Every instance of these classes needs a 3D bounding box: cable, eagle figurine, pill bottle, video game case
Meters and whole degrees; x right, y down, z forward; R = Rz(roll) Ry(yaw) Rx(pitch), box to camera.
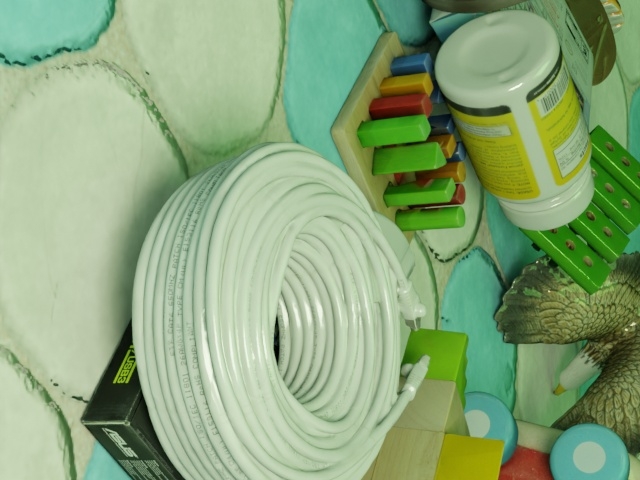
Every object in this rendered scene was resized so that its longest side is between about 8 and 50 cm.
[{"bbox_3d":[-0.028,0.059,0.934,0.257,0.089,0.257,-55,130,-47],"label":"cable"},{"bbox_3d":[0.351,0.122,1.599,0.298,0.226,0.225,-9,115,-66],"label":"eagle figurine"},{"bbox_3d":[0.196,-0.111,1.303,0.208,0.119,0.119,61,38,-44],"label":"pill bottle"},{"bbox_3d":[0.216,-0.217,1.458,0.269,0.061,0.244,53,33,-33],"label":"video game case"}]

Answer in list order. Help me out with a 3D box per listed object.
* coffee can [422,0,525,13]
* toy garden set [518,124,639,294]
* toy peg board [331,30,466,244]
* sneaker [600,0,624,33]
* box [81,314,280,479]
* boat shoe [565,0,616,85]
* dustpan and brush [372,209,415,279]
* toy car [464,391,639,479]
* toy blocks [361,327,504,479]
[{"bbox_3d":[0.135,-0.382,1.245,0.275,0.202,0.201,61,38,-37],"label":"coffee can"},{"bbox_3d":[0.272,-0.064,1.545,0.204,0.049,0.244,43,43,1],"label":"toy garden set"},{"bbox_3d":[0.096,-0.092,1.270,0.161,0.079,0.160,65,36,-34],"label":"toy peg board"},{"bbox_3d":[0.332,-0.350,1.736,0.215,0.084,0.083,50,32,-52],"label":"sneaker"},{"bbox_3d":[-0.077,0.112,0.972,0.190,0.045,0.184,59,36,-38],"label":"box"},{"bbox_3d":[0.272,-0.316,1.622,0.104,0.089,0.285,-35,118,-28],"label":"boat shoe"},{"bbox_3d":[0.000,0.000,1.123,0.147,0.060,0.211,-59,144,-28],"label":"dustpan and brush"},{"bbox_3d":[0.196,0.301,1.307,0.238,0.210,0.219,-70,157,-15],"label":"toy car"},{"bbox_3d":[0.055,0.300,1.086,0.261,0.191,0.381,70,31,-47],"label":"toy blocks"}]
